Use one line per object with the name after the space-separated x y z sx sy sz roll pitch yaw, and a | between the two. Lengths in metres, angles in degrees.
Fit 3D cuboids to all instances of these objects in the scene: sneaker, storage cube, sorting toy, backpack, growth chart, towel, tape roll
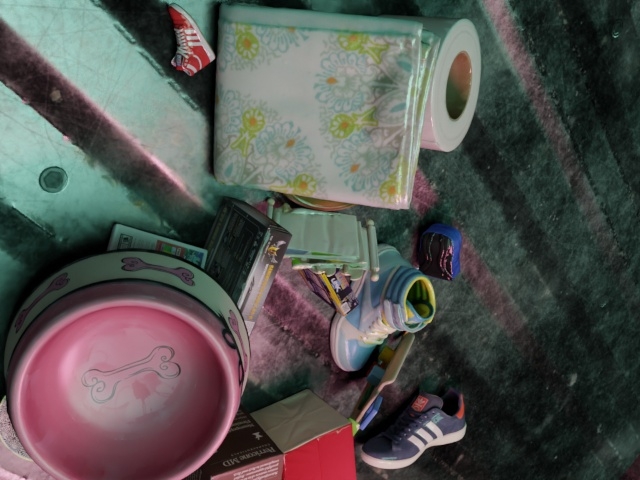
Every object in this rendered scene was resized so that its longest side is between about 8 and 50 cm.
-0.229 -0.327 1.143 0.067 0.042 0.118 -46 132 -13 | sneaker
-0.048 0.480 1.555 0.184 0.215 0.193 -16 113 -29 | storage cube
0.135 0.315 1.627 0.196 0.047 0.347 -58 176 40 | sorting toy
0.287 0.018 1.649 0.101 0.098 0.120 -45 137 -49 | backpack
0.000 0.000 1.322 0.237 0.172 0.021 11 139 -1 | growth chart
-0.002 -0.229 1.191 0.090 0.374 0.320 -57 154 -69 | towel
0.142 0.186 1.548 0.127 0.208 0.319 5 109 -38 | sneaker
0.248 0.481 1.830 0.350 0.131 0.148 -12 111 -38 | sneaker
0.186 -0.301 1.317 0.246 0.169 0.246 -31 128 -52 | tape roll

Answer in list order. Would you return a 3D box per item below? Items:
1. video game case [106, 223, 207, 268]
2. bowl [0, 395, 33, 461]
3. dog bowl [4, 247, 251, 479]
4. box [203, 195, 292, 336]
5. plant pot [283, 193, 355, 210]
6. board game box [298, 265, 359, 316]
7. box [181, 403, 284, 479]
-0.306 0.091 1.239 0.183 0.023 0.201 19 75 -34 | video game case
-0.479 0.297 1.224 0.170 0.080 0.170 -5 104 -21 | bowl
-0.308 0.226 1.118 0.408 0.150 0.408 -3 105 -12 | dog bowl
-0.160 0.055 1.283 0.056 0.183 0.231 16 100 -39 | box
0.018 -0.137 1.331 0.236 0.032 0.236 -1 136 -1 | plant pot
-0.003 0.060 1.426 0.048 0.141 0.170 -38 129 -13 | board game box
-0.202 0.473 1.439 0.168 0.203 0.167 -7 114 -34 | box
